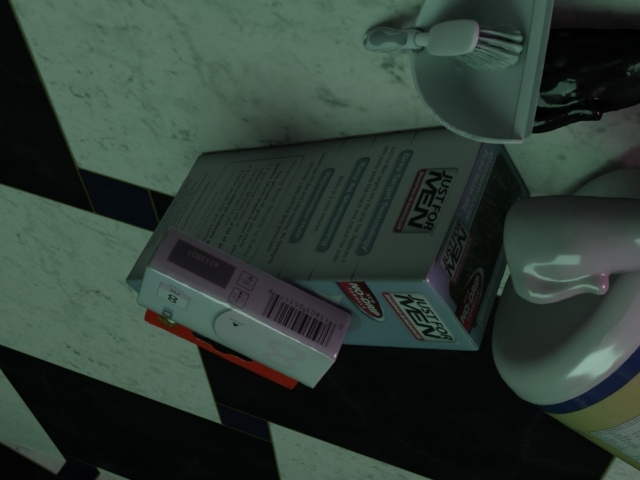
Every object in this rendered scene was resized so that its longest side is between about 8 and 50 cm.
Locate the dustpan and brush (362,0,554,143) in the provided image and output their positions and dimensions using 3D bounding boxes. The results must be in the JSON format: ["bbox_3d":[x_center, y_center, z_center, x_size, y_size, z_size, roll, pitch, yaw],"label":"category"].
[{"bbox_3d":[0.096,-0.157,0.760,0.060,0.147,0.211,5,-172,-20],"label":"dustpan and brush"}]

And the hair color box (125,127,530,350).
[{"bbox_3d":[0.000,0.000,0.976,0.374,0.185,0.113,-2,140,38],"label":"hair color box"}]

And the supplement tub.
[{"bbox_3d":[0.337,0.105,0.855,0.316,0.228,0.228,32,149,-13],"label":"supplement tub"}]

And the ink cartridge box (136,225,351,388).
[{"bbox_3d":[-0.090,0.094,0.950,0.189,0.066,0.232,26,146,-3],"label":"ink cartridge box"}]

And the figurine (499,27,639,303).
[{"bbox_3d":[0.241,-0.065,0.691,0.209,0.215,0.092,-8,164,38],"label":"figurine"}]
